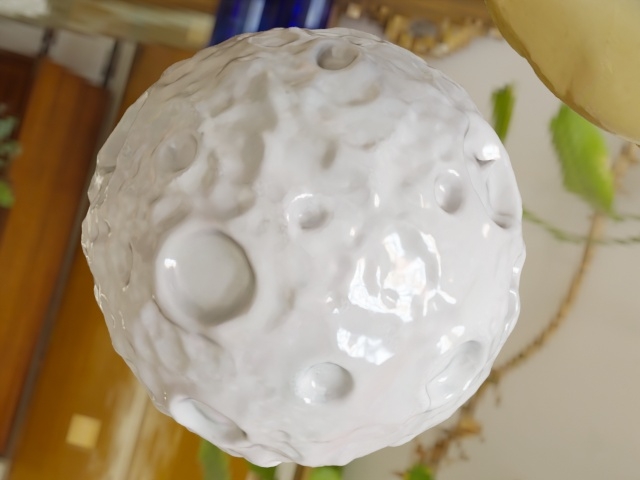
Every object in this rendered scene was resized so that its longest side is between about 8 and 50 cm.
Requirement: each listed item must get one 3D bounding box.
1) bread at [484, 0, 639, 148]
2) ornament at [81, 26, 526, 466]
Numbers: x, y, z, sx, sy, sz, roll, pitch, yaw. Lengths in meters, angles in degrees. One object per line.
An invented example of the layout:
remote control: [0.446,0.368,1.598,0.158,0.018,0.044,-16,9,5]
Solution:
bread: [0.239,-0.168,1.017,0.316,0.211,0.270,44,-139,10]
ornament: [0.000,0.000,1.312,0.337,0.337,0.337,15,176,1]
